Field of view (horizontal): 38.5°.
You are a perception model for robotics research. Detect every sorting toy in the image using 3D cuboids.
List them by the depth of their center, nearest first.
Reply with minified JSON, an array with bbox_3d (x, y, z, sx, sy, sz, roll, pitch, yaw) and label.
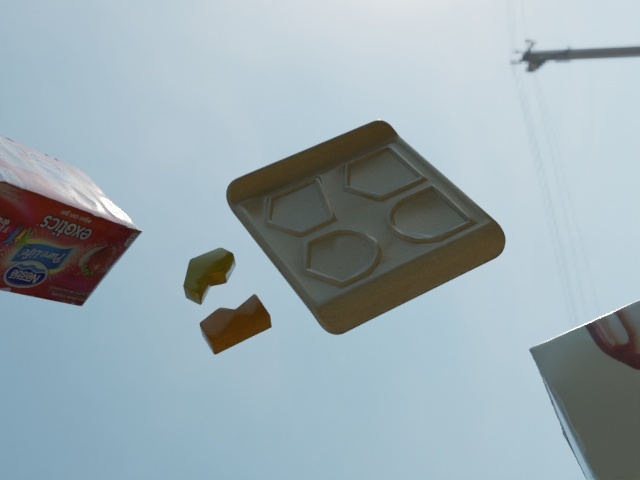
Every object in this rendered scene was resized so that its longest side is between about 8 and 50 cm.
[{"bbox_3d":[0.000,0.000,0.929,0.307,0.229,0.041,-25,-41,-17],"label":"sorting toy"}]

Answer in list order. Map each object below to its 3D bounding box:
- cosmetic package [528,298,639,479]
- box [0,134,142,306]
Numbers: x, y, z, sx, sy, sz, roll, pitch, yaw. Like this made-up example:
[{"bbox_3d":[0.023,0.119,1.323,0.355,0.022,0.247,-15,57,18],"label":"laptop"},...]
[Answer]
[{"bbox_3d":[0.310,0.093,0.609,0.153,0.296,0.129,59,-172,-48],"label":"cosmetic package"},{"bbox_3d":[-0.330,-0.026,0.986,0.122,0.128,0.257,-49,-23,6],"label":"box"}]
